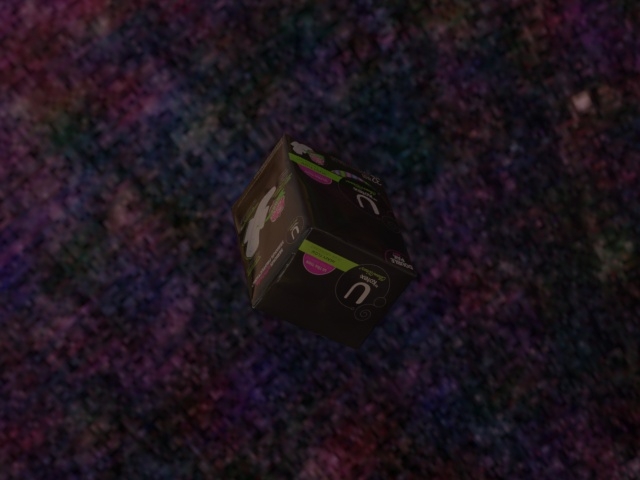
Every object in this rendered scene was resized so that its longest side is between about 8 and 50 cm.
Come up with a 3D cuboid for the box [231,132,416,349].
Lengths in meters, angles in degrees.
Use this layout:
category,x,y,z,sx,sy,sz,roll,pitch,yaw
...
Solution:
category,x,y,z,sx,sy,sz,roll,pitch,yaw
box,0.000,0.000,0.710,0.052,0.062,0.083,-53,28,25
